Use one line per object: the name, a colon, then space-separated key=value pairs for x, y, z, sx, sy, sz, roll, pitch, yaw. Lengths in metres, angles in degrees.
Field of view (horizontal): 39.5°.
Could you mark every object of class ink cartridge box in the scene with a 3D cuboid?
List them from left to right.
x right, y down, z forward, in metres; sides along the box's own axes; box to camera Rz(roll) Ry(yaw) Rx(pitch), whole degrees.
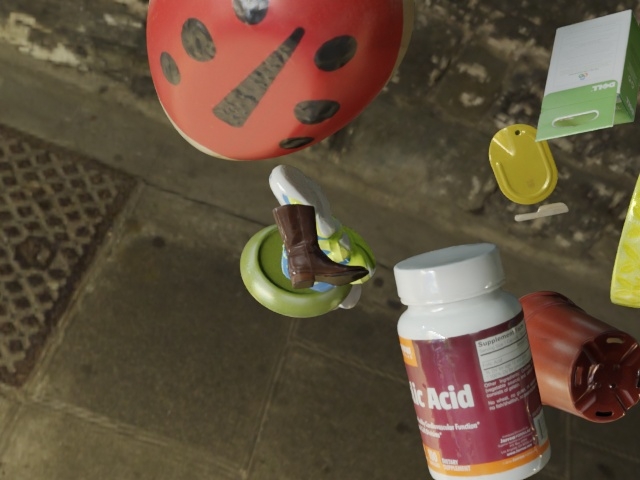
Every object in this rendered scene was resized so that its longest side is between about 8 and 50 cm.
ink cartridge box: x=0.366 y=-0.206 z=1.203 sx=0.062 sy=0.109 sz=0.209 roll=45 pitch=51 yaw=-39

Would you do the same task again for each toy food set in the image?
toy food set: x=0.449 y=-0.153 z=1.947 sx=0.071 sy=0.128 sz=0.218 roll=-54 pitch=123 yaw=-70

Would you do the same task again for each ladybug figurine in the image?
ladybug figurine: x=-0.066 y=-0.227 z=1.059 sx=0.305 sy=0.449 sz=0.162 roll=27 pitch=60 yaw=-13

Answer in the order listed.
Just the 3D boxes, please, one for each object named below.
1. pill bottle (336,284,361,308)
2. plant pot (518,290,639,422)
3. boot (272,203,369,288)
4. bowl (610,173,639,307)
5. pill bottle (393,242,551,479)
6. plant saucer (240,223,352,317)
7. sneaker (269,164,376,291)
pill bottle: x=0.002 y=0.103 z=2.039 sx=0.103 sy=0.103 sz=0.184 roll=-29 pitch=27 yaw=-37
plant pot: x=0.564 y=0.271 z=1.991 sx=0.272 sy=0.273 sz=0.265 roll=1 pitch=8 yaw=-20
boot: x=0.000 y=0.000 z=1.110 sx=0.106 sy=0.037 sz=0.114 roll=-3 pitch=63 yaw=-23
bowl: x=0.482 y=-0.036 z=1.107 sx=0.156 sy=0.290 sz=0.289 roll=19 pitch=43 yaw=24
pill bottle: x=0.262 y=0.216 z=1.583 sx=0.224 sy=0.224 sz=0.392 roll=-17 pitch=97 yaw=-32
plant saucer: x=-0.045 y=0.048 z=1.847 sx=0.240 sy=0.037 sz=0.241 roll=6 pitch=53 yaw=-8
sneaker: x=-0.025 y=0.000 z=1.290 sx=0.240 sy=0.126 sz=0.091 roll=48 pitch=21 yaw=-32
